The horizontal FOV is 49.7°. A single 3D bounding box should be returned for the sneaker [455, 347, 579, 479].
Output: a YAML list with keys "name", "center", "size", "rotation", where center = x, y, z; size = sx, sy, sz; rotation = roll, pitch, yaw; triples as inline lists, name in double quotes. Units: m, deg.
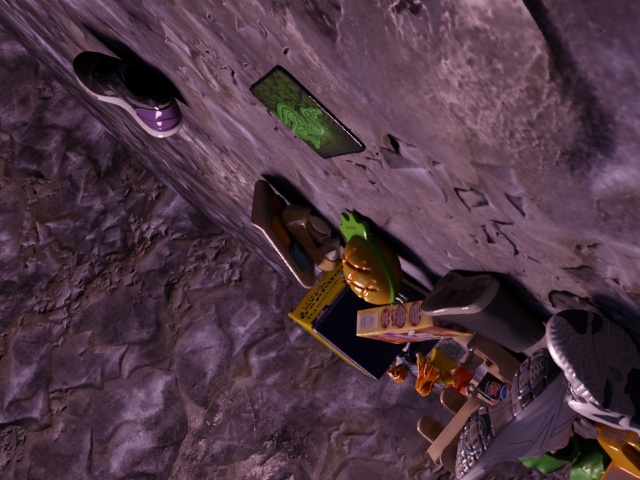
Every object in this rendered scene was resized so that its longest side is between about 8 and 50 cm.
- name: "sneaker"
  center: [0.324, 0.305, 1.101]
  size: [0.129, 0.297, 0.111]
  rotation: [30, -148, -9]

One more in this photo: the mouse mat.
- name: "mouse mat"
  center: [-0.023, -0.166, 0.934]
  size: [0.153, 0.007, 0.190]
  rotation: [41, 172, -15]

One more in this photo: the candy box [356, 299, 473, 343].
- name: "candy box"
  center: [0.167, 0.147, 1.242]
  size: [0.109, 0.053, 0.187]
  rotation: [17, 157, -37]

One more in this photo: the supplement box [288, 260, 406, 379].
- name: "supplement box"
  center: [0.077, 0.180, 1.688]
  size: [0.195, 0.194, 0.356]
  rotation: [40, 171, -8]

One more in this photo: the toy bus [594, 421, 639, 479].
- name: "toy bus"
  center: [0.544, 0.397, 1.054]
  size: [0.333, 0.130, 0.108]
  rotation: [41, 171, -15]

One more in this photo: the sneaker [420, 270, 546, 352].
- name: "sneaker"
  center: [0.235, 0.113, 1.037]
  size: [0.118, 0.083, 0.222]
  rotation: [40, 171, -9]

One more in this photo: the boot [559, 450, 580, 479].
- name: "boot"
  center: [0.555, 0.485, 1.697]
  size: [0.229, 0.091, 0.263]
  rotation: [50, 163, -31]

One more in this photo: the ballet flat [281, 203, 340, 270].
- name: "ballet flat"
  center: [0.000, 0.000, 1.503]
  size: [0.073, 0.080, 0.232]
  rotation: [-4, 150, 32]

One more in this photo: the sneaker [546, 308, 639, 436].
- name: "sneaker"
  center: [0.330, 0.164, 0.854]
  size: [0.235, 0.094, 0.153]
  rotation: [31, 166, -18]

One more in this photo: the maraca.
- name: "maraca"
  center: [0.084, 0.033, 1.237]
  size: [0.127, 0.099, 0.185]
  rotation: [-6, 110, 66]

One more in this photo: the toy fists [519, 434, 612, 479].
- name: "toy fists"
  center: [0.488, 0.413, 1.323]
  size: [0.279, 0.096, 0.142]
  rotation: [20, 150, 4]

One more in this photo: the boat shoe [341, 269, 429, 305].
- name: "boat shoe"
  center: [0.158, 0.114, 1.387]
  size: [0.255, 0.079, 0.095]
  rotation: [37, 166, 7]

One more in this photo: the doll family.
- name: "doll family"
  center: [0.237, 0.267, 1.567]
  size: [0.118, 0.163, 0.263]
  rotation: [44, 170, -33]

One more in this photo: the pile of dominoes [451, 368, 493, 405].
- name: "pile of dominoes"
  center: [0.471, 0.460, 2.019]
  size: [0.196, 0.040, 0.251]
  rotation: [43, 171, -26]

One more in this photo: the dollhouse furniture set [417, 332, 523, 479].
- name: "dollhouse furniture set"
  center: [0.271, 0.302, 1.301]
  size: [0.161, 0.242, 0.212]
  rotation: [39, 179, -2]

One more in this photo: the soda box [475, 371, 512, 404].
- name: "soda box"
  center: [0.451, 0.379, 1.626]
  size: [0.169, 0.053, 0.060]
  rotation: [30, 167, 44]

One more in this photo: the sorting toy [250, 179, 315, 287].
- name: "sorting toy"
  center: [-0.072, -0.020, 1.507]
  size: [0.208, 0.038, 0.193]
  rotation: [51, -161, -28]

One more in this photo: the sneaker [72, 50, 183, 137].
- name: "sneaker"
  center: [-0.399, -0.336, 1.419]
  size: [0.283, 0.107, 0.124]
  rotation: [33, 156, 15]
